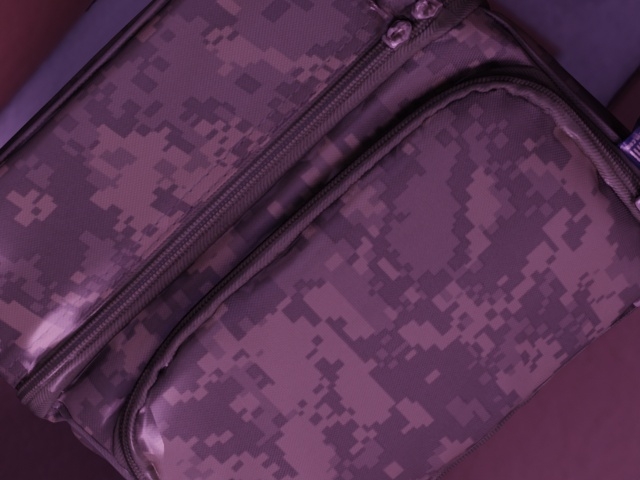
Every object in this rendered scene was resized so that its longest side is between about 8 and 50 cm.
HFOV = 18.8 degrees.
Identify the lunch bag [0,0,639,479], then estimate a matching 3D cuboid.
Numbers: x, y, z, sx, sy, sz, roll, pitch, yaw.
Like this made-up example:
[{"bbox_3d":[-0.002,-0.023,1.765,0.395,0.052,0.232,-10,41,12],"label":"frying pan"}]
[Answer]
[{"bbox_3d":[0.000,0.000,0.923,0.305,0.212,0.256,-43,90,3],"label":"lunch bag"}]
